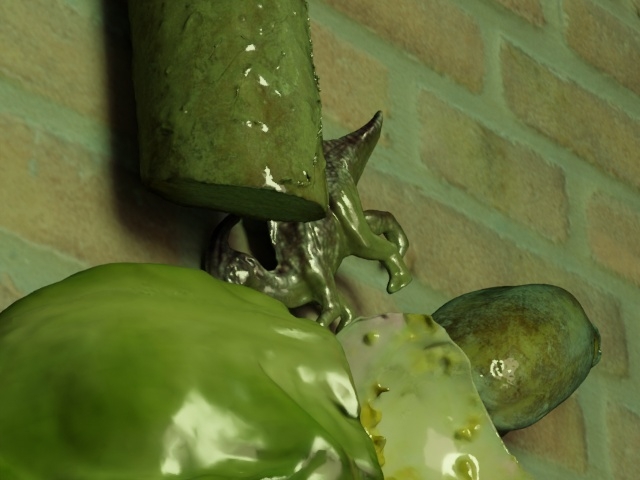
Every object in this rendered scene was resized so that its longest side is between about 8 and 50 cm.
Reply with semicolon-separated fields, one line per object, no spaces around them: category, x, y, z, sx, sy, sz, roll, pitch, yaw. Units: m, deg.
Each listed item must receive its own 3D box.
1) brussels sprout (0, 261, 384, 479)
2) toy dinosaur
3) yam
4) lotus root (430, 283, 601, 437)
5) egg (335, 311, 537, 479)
brussels sprout;-0.135;0.235;1.294;0.361;0.342;0.425;-1;56;-12
toy dinosaur;0.004;-0.002;1.793;0.162;0.077;0.294;53;39;-13
yam;-0.085;-0.148;1.702;0.168;0.168;0.304;18;56;-43
lotus root;0.185;0.106;1.882;0.140;0.158;0.322;59;33;5
egg;0.083;0.214;1.688;0.271;0.206;0.162;56;5;15
